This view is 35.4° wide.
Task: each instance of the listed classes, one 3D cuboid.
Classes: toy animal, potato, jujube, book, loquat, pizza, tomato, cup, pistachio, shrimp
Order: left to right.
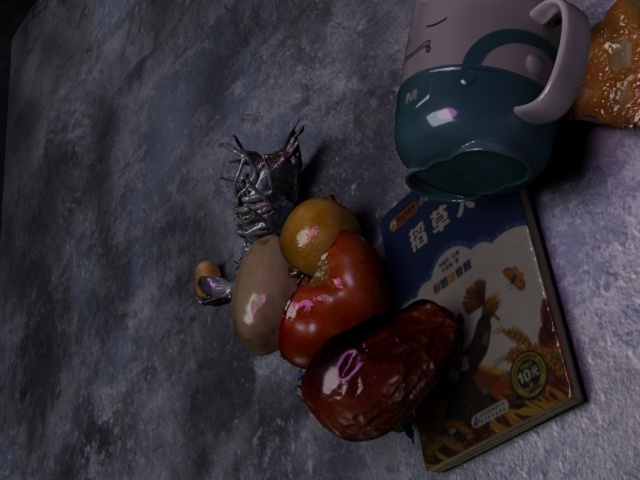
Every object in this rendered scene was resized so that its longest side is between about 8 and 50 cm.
[{"bbox_3d":[-0.241,0.084,2.115,0.083,0.062,0.068,-76,-9,-49],"label":"potato"},{"bbox_3d":[-0.132,-0.051,1.922,0.221,0.166,0.411,-97,17,-63],"label":"shrimp"},{"bbox_3d":[-0.095,0.101,1.825,0.152,0.126,0.223,-2,69,32],"label":"pistachio"},{"bbox_3d":[0.000,0.000,1.705,0.163,0.137,0.163,-28,53,43],"label":"loquat"},{"bbox_3d":[0.045,0.111,1.564,0.139,0.200,0.233,27,70,21],"label":"tomato"},{"bbox_3d":[0.086,0.173,1.399,0.236,0.168,0.168,-41,35,-8],"label":"jujube"},{"bbox_3d":[0.104,0.245,1.517,0.217,0.041,0.075,-166,76,-73],"label":"toy animal"},{"bbox_3d":[0.213,0.082,1.444,0.300,0.039,0.428,-42,47,44],"label":"book"},{"bbox_3d":[0.230,-0.205,1.309,0.289,0.219,0.258,-19,55,55],"label":"cup"},{"bbox_3d":[0.377,-0.199,1.277,0.161,0.062,0.182,-35,56,38],"label":"pizza"}]

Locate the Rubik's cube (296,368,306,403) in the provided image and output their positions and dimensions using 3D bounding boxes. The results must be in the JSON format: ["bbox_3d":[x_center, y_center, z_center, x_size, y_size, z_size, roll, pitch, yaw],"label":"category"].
[{"bbox_3d":[0.014,0.239,1.646,0.093,0.111,0.111,96,159,-44],"label":"Rubik's cube"}]
